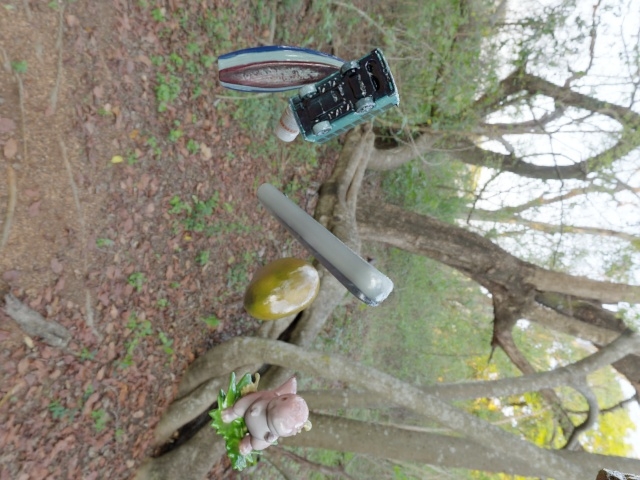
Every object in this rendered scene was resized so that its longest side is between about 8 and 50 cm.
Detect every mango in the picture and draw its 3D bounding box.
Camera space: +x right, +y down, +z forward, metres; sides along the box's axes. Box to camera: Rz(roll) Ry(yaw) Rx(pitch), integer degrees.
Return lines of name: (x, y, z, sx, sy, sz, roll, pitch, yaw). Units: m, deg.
mango: (-0.087, 0.115, 1.027, 0.139, 0.176, 0.254, 62, 3, -4)

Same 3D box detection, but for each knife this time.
knife: (-0.002, -0.001, 0.590, 0.040, 0.265, 0.073, -53, 143, 4)

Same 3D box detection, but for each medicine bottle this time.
medicine bottle: (-0.068, -0.284, 1.019, 0.089, 0.057, 0.057, -42, -152, 52)

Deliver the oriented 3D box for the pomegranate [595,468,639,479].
pomegranate: (0.395, 0.429, 0.401, 0.411, 0.412, 0.411, 6, 90, -79)

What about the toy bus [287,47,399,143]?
toy bus: (0.042, -0.220, 0.668, 0.092, 0.160, 0.079, -15, 83, -67)

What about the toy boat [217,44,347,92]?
toy boat: (-0.062, -0.293, 0.740, 0.045, 0.229, 0.080, -97, -174, -53)

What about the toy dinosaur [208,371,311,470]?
toy dinosaur: (-0.089, 0.275, 0.716, 0.152, 0.177, 0.194, 64, 17, 14)
